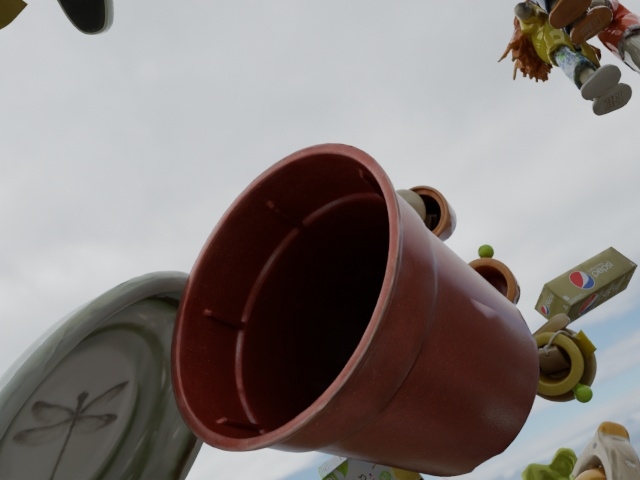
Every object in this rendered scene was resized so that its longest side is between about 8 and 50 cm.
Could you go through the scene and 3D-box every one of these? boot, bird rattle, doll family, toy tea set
[{"bbox_3d":[-0.353,-0.453,1.112,0.089,0.176,0.244,-4,-60,10],"label":"boot"},{"bbox_3d":[0.296,0.319,0.801,0.253,0.143,0.206,-54,-24,-55],"label":"bird rattle"},{"bbox_3d":[0.186,-0.203,0.600,0.118,0.163,0.263,-37,-47,16],"label":"doll family"},{"bbox_3d":[0.151,0.085,0.850,0.200,0.336,0.124,-44,-28,16],"label":"toy tea set"}]

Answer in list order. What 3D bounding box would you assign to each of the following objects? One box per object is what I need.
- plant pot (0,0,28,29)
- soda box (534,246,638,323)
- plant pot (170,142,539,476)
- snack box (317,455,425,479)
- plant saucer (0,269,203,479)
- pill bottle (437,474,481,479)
[{"bbox_3d":[-0.617,-0.438,1.358,0.081,0.081,0.083,37,-97,-39],"label":"plant pot"},{"bbox_3d":[0.444,0.077,1.205,0.181,0.058,0.061,-24,-40,-29],"label":"soda box"},{"bbox_3d":[0.049,0.093,0.677,0.272,0.272,0.265,-37,-49,26],"label":"plant pot"},{"bbox_3d":[0.077,0.312,0.910,0.100,0.141,0.037,-38,14,-3],"label":"snack box"},{"bbox_3d":[-0.246,0.203,0.742,0.400,0.101,0.400,-50,-27,-38],"label":"plant saucer"},{"bbox_3d":[0.263,0.617,1.437,0.162,0.278,0.162,16,-3,1],"label":"pill bottle"}]
